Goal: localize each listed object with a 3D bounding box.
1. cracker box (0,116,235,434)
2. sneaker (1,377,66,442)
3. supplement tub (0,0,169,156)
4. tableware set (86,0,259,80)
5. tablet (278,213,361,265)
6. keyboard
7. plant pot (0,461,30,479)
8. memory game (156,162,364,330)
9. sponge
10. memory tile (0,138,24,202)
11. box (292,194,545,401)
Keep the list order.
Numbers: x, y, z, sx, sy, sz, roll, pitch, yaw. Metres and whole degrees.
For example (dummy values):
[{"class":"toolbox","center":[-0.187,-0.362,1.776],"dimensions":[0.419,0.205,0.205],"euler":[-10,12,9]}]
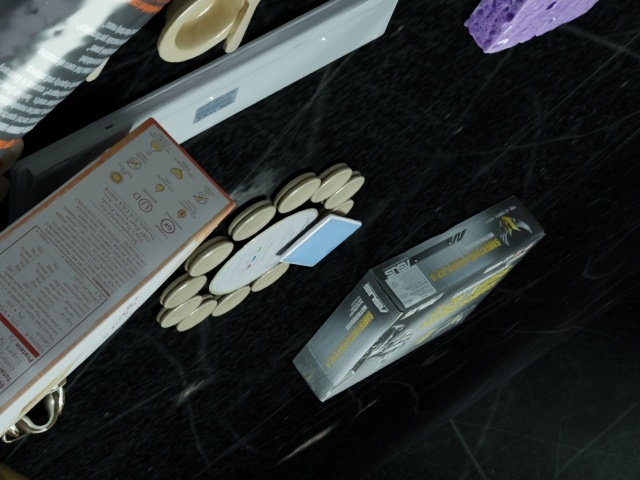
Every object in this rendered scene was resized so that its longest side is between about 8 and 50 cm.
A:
[{"class":"cracker box","center":[-0.158,0.054,0.724],"dimensions":[0.232,0.067,0.156],"euler":[-44,-179,-44]},{"class":"sneaker","center":[-0.193,0.096,0.913],"dimensions":[0.066,0.071,0.188],"euler":[-31,164,-26]},{"class":"supplement tub","center":[-0.114,-0.081,0.464],"dimensions":[0.198,0.106,0.106],"euler":[-41,166,12]},{"class":"tableware set","center":[-0.065,-0.114,0.660],"dimensions":[0.169,0.020,0.141],"euler":[-25,161,-40]},{"class":"tablet","center":[0.000,0.000,1.164],"dimensions":[0.054,0.006,0.083],"euler":[-41,166,11]},{"class":"keyboard","center":[-0.056,-0.079,0.817],"dimensions":[0.256,0.014,0.072],"euler":[-31,170,-24]},{"class":"plant pot","center":[-0.247,0.247,1.027],"dimensions":[0.237,0.237,0.254],"euler":[-32,150,-21]},{"class":"memory game","center":[-0.044,0.005,1.111],"dimensions":[0.186,0.012,0.186],"euler":[-35,165,-11]},{"class":"sponge","center":[0.181,-0.204,0.951],"dimensions":[0.117,0.031,0.210],"euler":[-26,163,-38]},{"class":"memory tile","center":[-0.206,0.001,0.699],"dimensions":[0.148,0.012,0.113],"euler":[-27,163,-35]},{"class":"box","center":[0.101,0.059,1.553],"dimensions":[0.231,0.056,0.183],"euler":[-25,161,-41]}]
